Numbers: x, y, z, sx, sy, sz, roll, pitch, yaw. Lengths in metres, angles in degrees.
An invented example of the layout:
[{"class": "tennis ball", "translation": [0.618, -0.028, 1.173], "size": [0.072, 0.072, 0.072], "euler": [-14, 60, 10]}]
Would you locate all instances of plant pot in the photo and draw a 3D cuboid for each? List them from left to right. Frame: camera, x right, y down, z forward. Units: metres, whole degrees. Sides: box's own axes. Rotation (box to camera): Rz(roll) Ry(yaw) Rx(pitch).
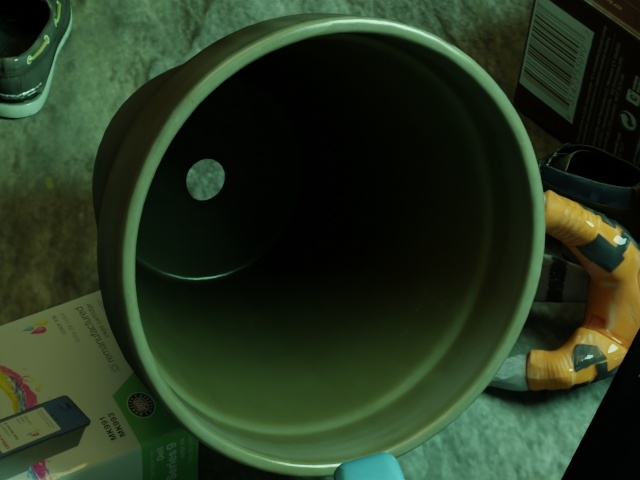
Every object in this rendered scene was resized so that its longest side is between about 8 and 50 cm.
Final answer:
[{"class": "plant pot", "translation": [-0.038, -0.021, 1.187], "size": [0.323, 0.323, 0.280], "euler": [-16, 19, -21]}]

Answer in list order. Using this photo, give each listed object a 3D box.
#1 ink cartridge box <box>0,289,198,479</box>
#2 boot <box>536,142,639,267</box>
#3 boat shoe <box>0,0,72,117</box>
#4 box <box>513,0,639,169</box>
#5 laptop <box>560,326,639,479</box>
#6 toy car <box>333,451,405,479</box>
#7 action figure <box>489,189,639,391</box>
[{"class": "ink cartridge box", "translation": [-0.216, 0.145, 1.168], "size": [0.212, 0.093, 0.154], "euler": [-20, 51, -22]}, {"class": "boot", "translation": [0.204, -0.062, 1.407], "size": [0.219, 0.106, 0.082], "euler": [34, 51, 25]}, {"class": "boat shoe", "translation": [-0.286, -0.217, 1.537], "size": [0.081, 0.069, 0.228], "euler": [2, 45, -5]}, {"class": "box", "translation": [0.320, -0.186, 1.500], "size": [0.203, 0.168, 0.167], "euler": [-27, 53, -28]}, {"class": "laptop", "translation": [0.303, 0.218, 1.087], "size": [0.264, 0.234, 0.136], "euler": [25, 10, -3]}, {"class": "toy car", "translation": [-0.030, 0.285, 1.021], "size": [0.219, 0.210, 0.238], "euler": [-14, 76, -5]}, {"class": "action figure", "translation": [0.269, -0.008, 1.287], "size": [0.330, 0.341, 0.178], "euler": [1, 3, -15]}]
